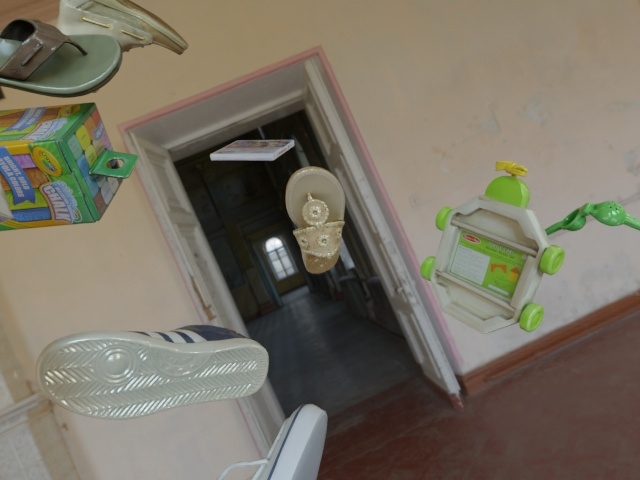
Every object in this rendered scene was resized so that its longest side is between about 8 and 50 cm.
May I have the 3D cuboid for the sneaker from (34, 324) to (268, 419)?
[{"bbox_3d":[-0.267,0.200,0.770,0.350,0.131,0.148,12,0,-33],"label":"sneaker"}]

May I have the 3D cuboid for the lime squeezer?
[{"bbox_3d":[0.554,-0.031,0.962,0.310,0.110,0.059,-5,51,42],"label":"lime squeezer"}]

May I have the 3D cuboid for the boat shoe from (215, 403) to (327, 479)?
[{"bbox_3d":[-0.120,0.381,0.626,0.156,0.367,0.136,15,-25,21],"label":"boat shoe"}]

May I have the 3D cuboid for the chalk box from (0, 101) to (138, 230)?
[{"bbox_3d":[-0.509,-0.146,0.907,0.288,0.179,0.180,-6,37,1],"label":"chalk box"}]

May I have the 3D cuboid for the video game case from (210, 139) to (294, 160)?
[{"bbox_3d":[-0.203,-0.275,1.428,0.201,0.023,0.183,3,25,17],"label":"video game case"}]

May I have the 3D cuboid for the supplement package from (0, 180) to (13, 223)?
[{"bbox_3d":[-0.485,-0.093,0.580,0.105,0.179,0.105,-27,-14,-3],"label":"supplement package"}]

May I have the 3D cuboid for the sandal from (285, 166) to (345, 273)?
[{"bbox_3d":[0.006,-0.002,0.704,0.088,0.079,0.240,-16,-34,-8],"label":"sandal"}]

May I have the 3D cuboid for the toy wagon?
[{"bbox_3d":[0.351,0.012,0.956,0.068,0.344,0.267,0,20,-41],"label":"toy wagon"}]

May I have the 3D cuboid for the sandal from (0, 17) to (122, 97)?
[{"bbox_3d":[-0.485,-0.307,0.764,0.302,0.120,0.086,-4,-18,-20],"label":"sandal"}]

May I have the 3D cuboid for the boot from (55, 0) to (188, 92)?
[{"bbox_3d":[-0.434,-0.406,1.003,0.262,0.095,0.203,12,-64,-48],"label":"boot"}]
